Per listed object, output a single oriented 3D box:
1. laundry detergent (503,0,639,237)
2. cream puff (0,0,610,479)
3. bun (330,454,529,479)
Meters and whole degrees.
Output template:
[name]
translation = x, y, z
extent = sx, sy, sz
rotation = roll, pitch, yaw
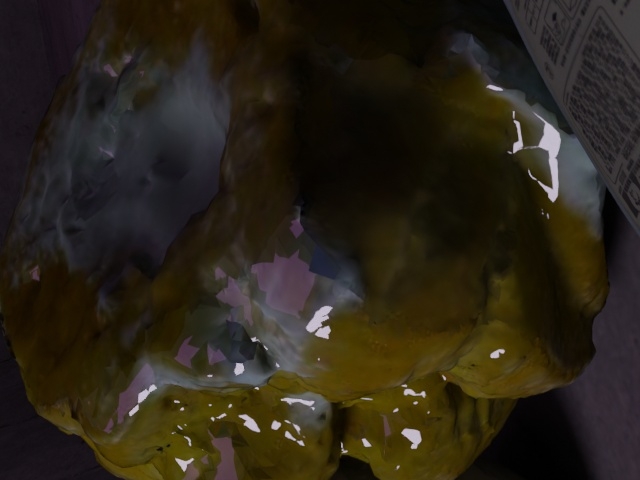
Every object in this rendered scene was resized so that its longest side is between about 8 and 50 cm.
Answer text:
[laundry detergent]
translation = 0.173, -0.051, 0.309
extent = 0.215, 0.105, 0.280
rotation = 103, 147, -57
[cream puff]
translation = 0.000, 0.000, 0.574
extent = 0.378, 0.275, 0.378
rotation = -17, 65, 41
[bun]
translation = 0.034, 0.297, 0.682
extent = 0.227, 0.352, 0.349
rotation = 35, 101, 46
